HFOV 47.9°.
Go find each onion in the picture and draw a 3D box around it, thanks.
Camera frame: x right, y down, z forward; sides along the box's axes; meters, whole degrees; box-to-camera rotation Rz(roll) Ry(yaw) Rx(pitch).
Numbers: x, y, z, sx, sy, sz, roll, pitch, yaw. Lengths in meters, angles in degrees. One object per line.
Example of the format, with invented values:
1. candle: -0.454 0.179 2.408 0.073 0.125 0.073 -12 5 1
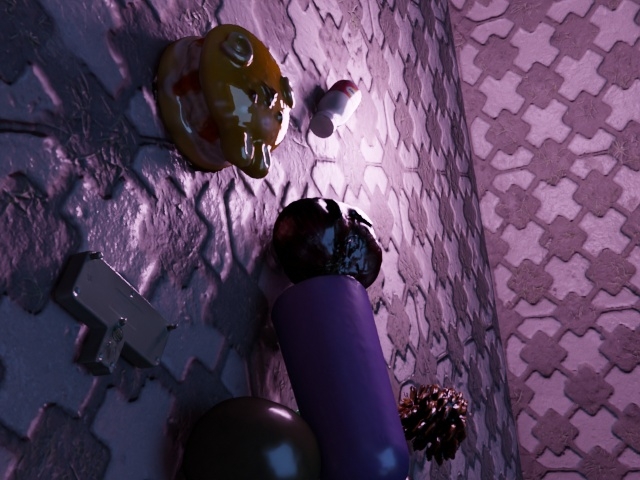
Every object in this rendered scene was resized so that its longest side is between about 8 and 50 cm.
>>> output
1. onion: 0.004 0.012 1.594 0.281 0.221 0.281 45 16 -17

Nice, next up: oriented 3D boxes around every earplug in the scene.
1. earplug: 0.048 0.297 1.408 0.215 0.215 0.455 49 17 -46

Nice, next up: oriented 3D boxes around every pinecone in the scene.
1. pinecone: 0.314 0.510 2.044 0.221 0.222 0.221 29 56 -57

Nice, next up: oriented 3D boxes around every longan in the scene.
1. longan: -0.121 0.385 1.228 0.248 0.248 0.248 29 56 -57

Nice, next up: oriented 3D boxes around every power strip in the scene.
1. power strip: -0.315 0.132 1.098 0.215 0.061 0.145 53 37 -41

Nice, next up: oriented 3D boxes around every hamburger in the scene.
1. hamburger: -0.171 -0.258 1.368 0.261 0.186 0.302 47 45 -46

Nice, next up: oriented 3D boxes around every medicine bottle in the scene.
1. medicine bottle: 0.038 -0.345 1.895 0.090 0.091 0.216 66 31 -26

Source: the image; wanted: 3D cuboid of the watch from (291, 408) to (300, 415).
1. watch: -0.009 0.428 1.480 0.131 0.152 0.165 -16 103 -73

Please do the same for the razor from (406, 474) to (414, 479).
1. razor: 0.246 0.753 1.929 0.327 0.107 0.189 54 37 -43
